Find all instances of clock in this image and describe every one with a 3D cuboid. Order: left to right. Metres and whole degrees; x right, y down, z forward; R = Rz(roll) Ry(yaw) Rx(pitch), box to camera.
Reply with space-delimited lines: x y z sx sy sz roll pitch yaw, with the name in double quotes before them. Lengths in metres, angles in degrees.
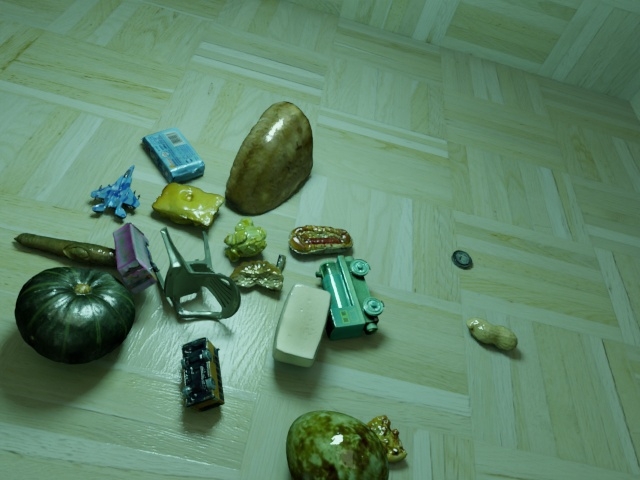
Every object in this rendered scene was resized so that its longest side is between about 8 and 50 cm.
"clock" 0.563 0.076 1.960 0.085 0.017 0.085 8 49 -10

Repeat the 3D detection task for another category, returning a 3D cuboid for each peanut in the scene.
"peanut" 0.599 0.325 1.723 0.187 0.082 0.082 19 48 1

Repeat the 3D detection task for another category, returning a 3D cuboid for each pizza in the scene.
"pizza" 0.165 0.561 1.411 0.175 0.046 0.134 14 49 -5

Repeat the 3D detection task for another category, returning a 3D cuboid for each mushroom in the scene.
"mushroom" -0.198 -0.298 1.874 0.224 0.314 0.397 29 54 13

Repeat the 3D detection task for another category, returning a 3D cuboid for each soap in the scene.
"soap" -0.573 -0.336 1.922 0.156 0.077 0.293 -23 60 -30

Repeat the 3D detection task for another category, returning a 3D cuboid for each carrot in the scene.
"carrot" -0.803 0.026 1.558 0.342 0.070 0.070 12 49 -5

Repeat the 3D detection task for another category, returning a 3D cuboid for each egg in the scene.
"egg" 0.034 0.559 1.248 0.289 0.238 0.238 29 47 25

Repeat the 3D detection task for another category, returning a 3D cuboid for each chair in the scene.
"chair" -0.383 0.113 1.525 0.190 0.203 0.275 -3 46 -34

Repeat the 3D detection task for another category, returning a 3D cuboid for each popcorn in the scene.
"popcorn" -0.253 0.003 1.700 0.135 0.141 0.162 39 64 -33

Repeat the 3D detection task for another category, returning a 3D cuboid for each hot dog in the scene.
"hot dog" 0.000 0.000 1.818 0.252 0.069 0.131 0 50 -19

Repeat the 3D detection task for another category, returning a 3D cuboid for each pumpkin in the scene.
"pumpkin" -0.671 0.201 1.350 0.300 0.207 0.300 19 32 -13

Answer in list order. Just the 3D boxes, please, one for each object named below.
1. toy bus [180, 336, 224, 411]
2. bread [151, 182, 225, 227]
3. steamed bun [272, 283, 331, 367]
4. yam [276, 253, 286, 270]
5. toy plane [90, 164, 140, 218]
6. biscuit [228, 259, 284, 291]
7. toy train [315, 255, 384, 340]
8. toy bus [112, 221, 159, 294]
"toy bus" -0.328 0.375 1.378 0.091 0.103 0.182 -20 54 5
"bread" -0.473 -0.121 1.769 0.233 0.088 0.161 21 43 4
"steamed bun" -0.059 0.264 1.509 0.146 0.164 0.242 17 67 -2
"yam" -0.146 0.106 1.714 0.033 0.027 0.129 48 41 -36
"toy plane" -0.711 -0.182 1.755 0.169 0.078 0.246 13 42 -6
"biscuit" -0.213 0.108 1.654 0.183 0.061 0.118 2 44 1
"toy train" 0.089 0.186 1.660 0.194 0.120 0.298 -5 53 -15
"toy bus" -0.571 0.047 1.511 0.090 0.112 0.274 -31 36 -8
